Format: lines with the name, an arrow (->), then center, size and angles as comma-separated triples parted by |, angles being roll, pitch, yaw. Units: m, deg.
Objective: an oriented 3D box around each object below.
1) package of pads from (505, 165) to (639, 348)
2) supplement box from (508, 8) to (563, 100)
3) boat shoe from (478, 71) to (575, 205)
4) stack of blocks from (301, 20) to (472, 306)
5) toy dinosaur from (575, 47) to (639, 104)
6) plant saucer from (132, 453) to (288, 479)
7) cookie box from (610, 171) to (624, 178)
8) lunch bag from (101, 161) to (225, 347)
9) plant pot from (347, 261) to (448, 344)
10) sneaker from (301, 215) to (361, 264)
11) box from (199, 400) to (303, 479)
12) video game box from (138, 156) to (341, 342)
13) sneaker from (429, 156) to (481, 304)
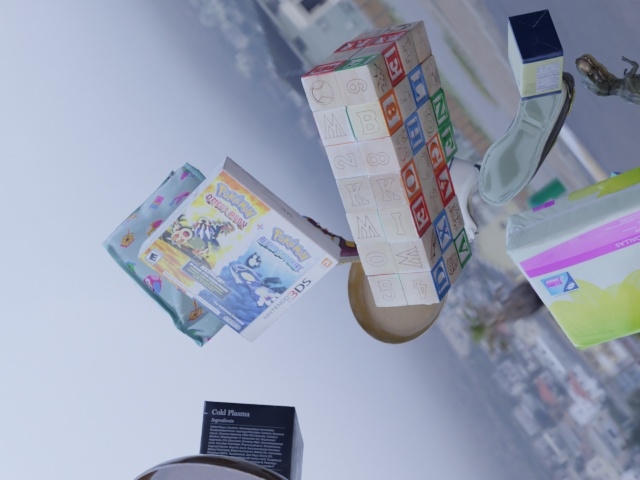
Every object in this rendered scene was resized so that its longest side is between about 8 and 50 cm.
package of pads -> 0.439, 0.020, 1.541 | 0.229, 0.296, 0.101 | 50, -147, -29
supplement box -> 0.288, -0.248, 1.501 | 0.083, 0.056, 0.083 | 76, -176, -55
boat shoe -> 0.314, -0.151, 1.675 | 0.081, 0.227, 0.069 | 39, -147, 22
stack of blocks -> 0.094, -0.091, 1.334 | 0.171, 0.087, 0.297 | -46, -57, -52
toy dinosaur -> 0.484, -0.220, 1.532 | 0.268, 0.118, 0.064 | 17, 151, 11
plant saucer -> -0.128, 0.398, 1.593 | 0.310, 0.311, 0.050 | 47, -142, -26
cookie box -> 0.604, -0.075, 2.189 | 0.092, 0.107, 0.040 | 6, -163, -16
lunch bag -> -0.224, 0.012, 1.903 | 0.262, 0.223, 0.160 | 42, 175, 30
plant pot -> 0.155, 0.085, 2.173 | 0.032, 0.236, 0.236 | 9, -140, -51
sneaker -> 0.000, 0.000, 1.710 | 0.185, 0.069, 0.084 | -7, -94, -35
box -> -0.136, 0.505, 2.166 | 0.343, 0.179, 0.312 | 85, -172, -68
video game box -> -0.108, 0.017, 1.503 | 0.205, 0.187, 0.048 | 38, -157, -17
sneaker -> 0.218, -0.012, 1.876 | 0.091, 0.258, 0.094 | 11, -167, 15
